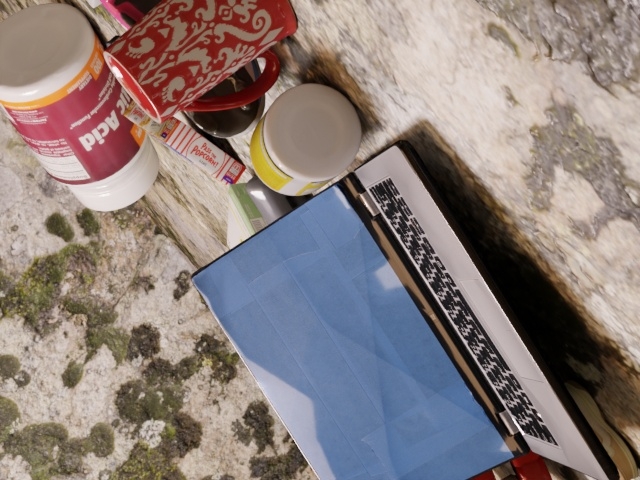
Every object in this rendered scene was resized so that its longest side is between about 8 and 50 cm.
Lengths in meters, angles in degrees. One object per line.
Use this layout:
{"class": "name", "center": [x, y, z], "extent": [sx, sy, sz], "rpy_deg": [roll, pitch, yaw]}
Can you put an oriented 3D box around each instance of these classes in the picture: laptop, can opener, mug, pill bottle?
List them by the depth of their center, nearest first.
{"class": "mug", "center": [-0.113, -0.189, 1.194], "extent": [0.150, 0.169, 0.113], "rpy_deg": [54, 168, -16]}
{"class": "laptop", "center": [0.062, 0.133, 1.283], "extent": [0.382, 0.236, 0.408], "rpy_deg": [57, 172, -2]}
{"class": "pill bottle", "center": [-0.022, -0.104, 1.293], "extent": [0.103, 0.103, 0.184], "rpy_deg": [51, 169, -3]}
{"class": "can opener", "center": [0.000, 0.000, 1.697], "extent": [0.095, 0.076, 0.283], "rpy_deg": [-2, 135, 34]}
{"class": "pill bottle", "center": [-0.464, -0.241, 2.267], "extent": [0.224, 0.224, 0.392], "rpy_deg": [42, 167, 35]}

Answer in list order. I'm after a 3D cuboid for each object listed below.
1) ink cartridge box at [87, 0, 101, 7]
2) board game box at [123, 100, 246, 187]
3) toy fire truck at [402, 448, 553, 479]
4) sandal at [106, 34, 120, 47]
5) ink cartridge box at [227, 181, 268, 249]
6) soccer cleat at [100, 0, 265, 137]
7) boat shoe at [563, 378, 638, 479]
{"class": "ink cartridge box", "center": [-0.318, -0.390, 1.615], "extent": [0.109, 0.063, 0.150], "rpy_deg": [51, 169, -6]}
{"class": "board game box", "center": [-0.224, -0.162, 1.937], "extent": [0.147, 0.045, 0.193], "rpy_deg": [36, 178, -35]}
{"class": "toy fire truck", "center": [0.176, 0.245, 1.577], "extent": [0.302, 0.169, 0.254], "rpy_deg": [63, -178, -45]}
{"class": "sandal", "center": [-0.271, -0.272, 1.871], "extent": [0.097, 0.054, 0.254], "rpy_deg": [49, 180, 8]}
{"class": "ink cartridge box", "center": [-0.100, 0.047, 1.897], "extent": [0.171, 0.056, 0.235], "rpy_deg": [-121, 28, -46]}
{"class": "soccer cleat", "center": [-0.169, -0.263, 1.330], "extent": [0.331, 0.116, 0.143], "rpy_deg": [61, -169, -13]}
{"class": "boat shoe", "center": [0.286, 0.209, 1.261], "extent": [0.135, 0.045, 0.050], "rpy_deg": [53, 169, -12]}
